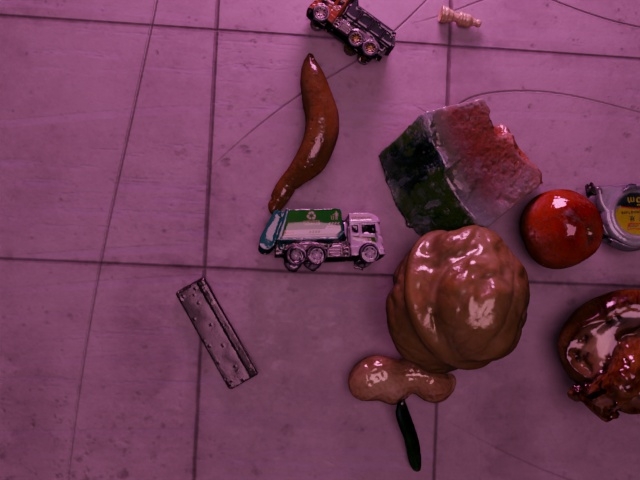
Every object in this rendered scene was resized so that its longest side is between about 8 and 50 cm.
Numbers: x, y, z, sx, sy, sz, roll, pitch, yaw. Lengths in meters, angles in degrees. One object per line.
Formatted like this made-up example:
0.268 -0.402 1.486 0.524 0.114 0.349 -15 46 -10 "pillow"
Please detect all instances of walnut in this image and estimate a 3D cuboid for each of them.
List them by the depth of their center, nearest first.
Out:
0.267 0.116 1.518 0.282 0.253 0.277 -5 51 27 "walnut"

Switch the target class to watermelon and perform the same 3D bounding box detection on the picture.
0.292 -0.151 1.604 0.302 0.151 0.264 -31 90 -5 "watermelon"

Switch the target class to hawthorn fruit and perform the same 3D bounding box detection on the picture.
0.495 -0.025 1.608 0.172 0.173 0.173 0 87 -5 "hawthorn fruit"

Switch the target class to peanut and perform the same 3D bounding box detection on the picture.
0.169 0.286 1.609 0.227 0.085 0.104 0 101 -6 "peanut"

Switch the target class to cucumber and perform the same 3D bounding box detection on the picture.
0.183 0.398 1.606 0.033 0.036 0.184 -8 113 22 "cucumber"

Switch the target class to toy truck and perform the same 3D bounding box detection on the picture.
0.000 0.000 1.596 0.253 0.114 0.124 -3 82 -6 "toy truck"
0.068 -0.447 1.633 0.192 0.083 0.092 35 85 -4 "toy truck"

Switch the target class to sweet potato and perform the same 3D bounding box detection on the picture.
-0.019 -0.211 1.623 0.108 0.079 0.346 14 87 24 "sweet potato"

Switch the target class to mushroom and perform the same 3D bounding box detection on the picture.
0.615 0.238 1.592 0.283 0.195 0.263 -39 83 -22 "mushroom"

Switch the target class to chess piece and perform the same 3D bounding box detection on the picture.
0.301 -0.475 1.680 0.092 0.035 0.035 12 87 -8 "chess piece"

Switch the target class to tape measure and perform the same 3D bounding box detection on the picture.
0.735 -0.061 1.672 0.330 0.084 0.164 -2 89 -6 "tape measure"

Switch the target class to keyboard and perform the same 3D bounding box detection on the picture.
-0.213 0.190 1.613 0.072 0.023 0.231 -30 90 2 "keyboard"
